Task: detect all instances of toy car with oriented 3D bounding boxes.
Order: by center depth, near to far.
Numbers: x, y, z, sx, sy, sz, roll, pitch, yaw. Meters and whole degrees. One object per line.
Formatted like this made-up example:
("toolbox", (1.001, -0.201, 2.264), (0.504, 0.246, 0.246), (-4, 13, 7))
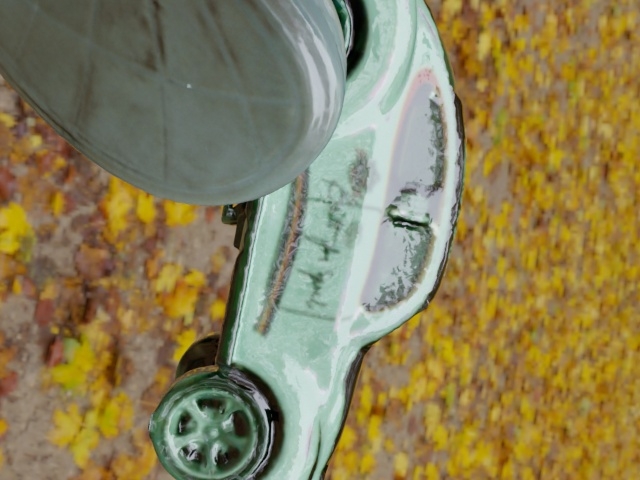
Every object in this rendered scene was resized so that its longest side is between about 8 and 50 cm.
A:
("toy car", (0.000, 0.000, 0.514), (0.136, 0.125, 0.306), (-135, -126, -86))

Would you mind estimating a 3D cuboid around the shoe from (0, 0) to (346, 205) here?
("shoe", (-0.082, -0.116, 0.403), (0.103, 0.251, 0.100), (-50, 170, 24))
